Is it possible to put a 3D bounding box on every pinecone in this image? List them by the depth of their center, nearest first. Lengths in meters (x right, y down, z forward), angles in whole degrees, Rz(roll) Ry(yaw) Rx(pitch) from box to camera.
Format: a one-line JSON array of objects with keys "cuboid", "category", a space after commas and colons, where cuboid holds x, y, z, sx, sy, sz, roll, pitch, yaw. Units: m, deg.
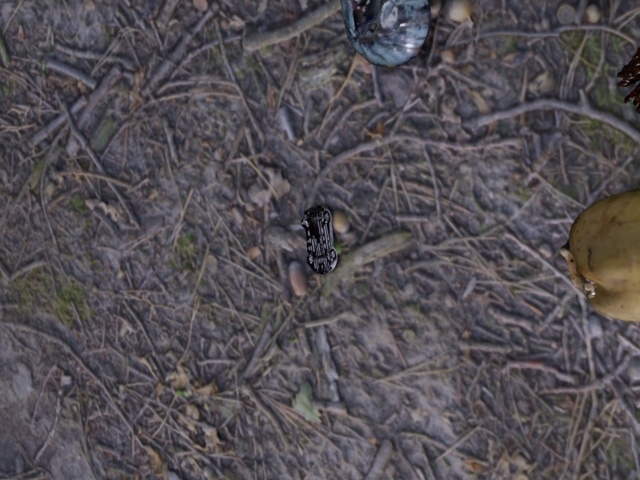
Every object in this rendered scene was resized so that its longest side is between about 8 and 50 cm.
[{"cuboid": [0.390, -0.174, 1.314, 0.109, 0.102, 0.102, 36, 114, 1], "category": "pinecone"}]

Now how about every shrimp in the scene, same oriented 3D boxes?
[{"cuboid": [0.048, -0.392, 1.435, 0.137, 0.172, 0.372, -11, 98, 36], "category": "shrimp"}]

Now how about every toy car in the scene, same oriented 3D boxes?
[{"cuboid": [0.000, 0.000, 1.599, 0.041, 0.025, 0.093, -9, 89, 32], "category": "toy car"}]

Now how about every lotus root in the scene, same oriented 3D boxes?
[{"cuboid": [0.405, 0.009, 1.301, 0.284, 0.160, 0.146, -14, 51, 26], "category": "lotus root"}]
